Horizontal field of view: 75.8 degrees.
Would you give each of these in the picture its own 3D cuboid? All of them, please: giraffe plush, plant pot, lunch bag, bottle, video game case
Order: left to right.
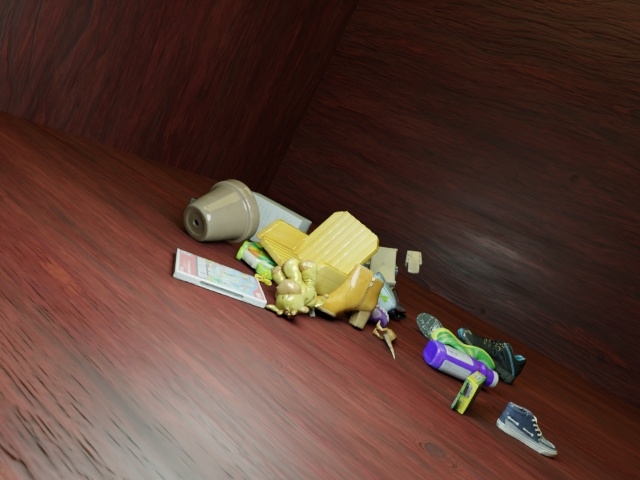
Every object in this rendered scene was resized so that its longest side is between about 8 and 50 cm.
[{"bbox_3d":[-0.412,-0.095,1.640,0.263,0.263,0.229,30,32,22],"label":"plant pot"},{"bbox_3d":[-0.315,0.116,1.282,0.285,0.025,0.204,24,8,-23],"label":"video game case"},{"bbox_3d":[-0.090,0.172,1.302,0.210,0.181,0.170,62,22,1],"label":"giraffe plush"},{"bbox_3d":[0.262,0.229,1.784,0.176,0.090,0.219,59,10,6],"label":"lunch bag"},{"bbox_3d":[0.527,0.469,1.536,0.282,0.092,0.118,26,8,-10],"label":"bottle"}]

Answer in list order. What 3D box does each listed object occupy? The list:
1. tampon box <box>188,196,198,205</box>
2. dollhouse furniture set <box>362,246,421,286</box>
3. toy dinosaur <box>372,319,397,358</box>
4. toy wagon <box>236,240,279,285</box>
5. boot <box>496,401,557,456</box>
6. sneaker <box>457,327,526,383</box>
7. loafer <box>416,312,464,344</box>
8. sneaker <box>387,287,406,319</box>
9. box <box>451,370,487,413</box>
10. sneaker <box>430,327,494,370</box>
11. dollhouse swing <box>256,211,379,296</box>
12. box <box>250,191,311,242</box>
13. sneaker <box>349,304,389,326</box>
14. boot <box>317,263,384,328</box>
[{"bbox_3d":[-0.501,-0.118,1.850,0.120,0.102,0.161,19,0,44],"label":"tampon box"},{"bbox_3d":[0.352,0.205,2.137,0.286,0.198,0.303,7,-34,5],"label":"dollhouse furniture set"},{"bbox_3d":[0.247,0.349,1.497,0.112,0.064,0.211,30,8,15],"label":"toy dinosaur"},{"bbox_3d":[-0.202,0.095,1.644,0.267,0.068,0.344,26,8,-7],"label":"toy wagon"},{"bbox_3d":[0.642,0.574,1.248,0.189,0.086,0.069,28,8,5],"label":"boot"},{"bbox_3d":[0.760,0.483,1.834,0.340,0.140,0.125,39,5,-8],"label":"sneaker"},{"bbox_3d":[0.552,0.443,1.888,0.267,0.096,0.084,42,-4,36],"label":"loafer"},{"bbox_3d":[0.357,0.321,2.000,0.162,0.107,0.281,38,19,20],"label":"sneaker"},{"bbox_3d":[0.459,0.468,1.268,0.043,0.105,0.179,31,9,33],"label":"box"},{"bbox_3d":[0.584,0.483,1.706,0.295,0.109,0.124,30,33,-4],"label":"sneaker"},{"bbox_3d":[0.000,0.000,1.625,0.315,0.305,0.347,32,10,-47],"label":"dollhouse swing"},{"bbox_3d":[-0.256,-0.082,2.092,0.345,0.215,0.168,30,8,15],"label":"box"},{"bbox_3d":[0.174,0.282,1.638,0.236,0.105,0.095,44,-40,-18],"label":"sneaker"},{"bbox_3d":[0.087,0.177,1.483,0.295,0.211,0.104,27,-9,-26],"label":"boot"}]
